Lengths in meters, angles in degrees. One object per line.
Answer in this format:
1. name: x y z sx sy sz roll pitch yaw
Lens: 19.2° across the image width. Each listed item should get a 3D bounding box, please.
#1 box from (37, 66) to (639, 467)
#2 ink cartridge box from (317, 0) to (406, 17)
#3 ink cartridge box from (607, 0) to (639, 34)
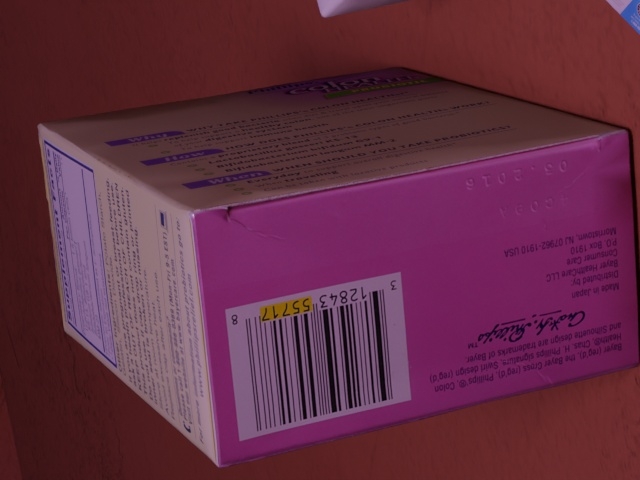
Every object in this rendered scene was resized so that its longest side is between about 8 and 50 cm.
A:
1. box: 0.000 0.000 0.929 0.243 0.213 0.117 -152 54 -63
2. ink cartridge box: 0.035 -0.236 0.887 0.158 0.092 0.218 150 105 -68
3. ink cartridge box: 0.141 -0.127 0.765 0.048 0.028 0.083 -124 30 -44
